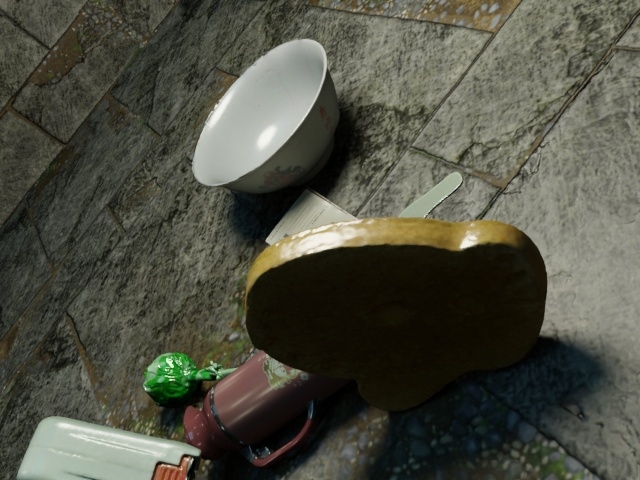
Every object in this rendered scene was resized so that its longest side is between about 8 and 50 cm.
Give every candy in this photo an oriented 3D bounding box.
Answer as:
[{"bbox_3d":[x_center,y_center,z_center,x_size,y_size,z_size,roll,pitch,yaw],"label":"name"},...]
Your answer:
[{"bbox_3d":[-0.165,0.217,1.155,0.323,0.097,0.097,-14,49,31],"label":"candy"}]

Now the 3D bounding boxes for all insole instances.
[{"bbox_3d":[0.158,-0.050,1.076,0.152,0.002,0.053,-41,36,16],"label":"insole"}]

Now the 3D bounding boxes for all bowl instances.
[{"bbox_3d":[-0.074,-0.205,1.344,0.345,0.157,0.346,-30,41,29],"label":"bowl"}]

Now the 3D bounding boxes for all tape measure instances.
[{"bbox_3d":[-0.304,0.360,1.027,0.246,0.243,0.125,102,-178,-55],"label":"tape measure"}]

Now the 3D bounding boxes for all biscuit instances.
[{"bbox_3d":[0.087,0.091,0.818,0.343,0.287,0.057,-5,39,11],"label":"biscuit"}]

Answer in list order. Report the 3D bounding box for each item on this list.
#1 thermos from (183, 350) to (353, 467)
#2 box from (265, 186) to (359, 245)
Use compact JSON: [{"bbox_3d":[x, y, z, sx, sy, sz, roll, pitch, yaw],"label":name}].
[{"bbox_3d":[-0.062,0.225,1.002,0.330,0.136,0.109,-37,2,20],"label":"thermos"},{"bbox_3d":[0.000,0.000,1.185,0.129,0.033,0.247,-51,34,0],"label":"box"}]
